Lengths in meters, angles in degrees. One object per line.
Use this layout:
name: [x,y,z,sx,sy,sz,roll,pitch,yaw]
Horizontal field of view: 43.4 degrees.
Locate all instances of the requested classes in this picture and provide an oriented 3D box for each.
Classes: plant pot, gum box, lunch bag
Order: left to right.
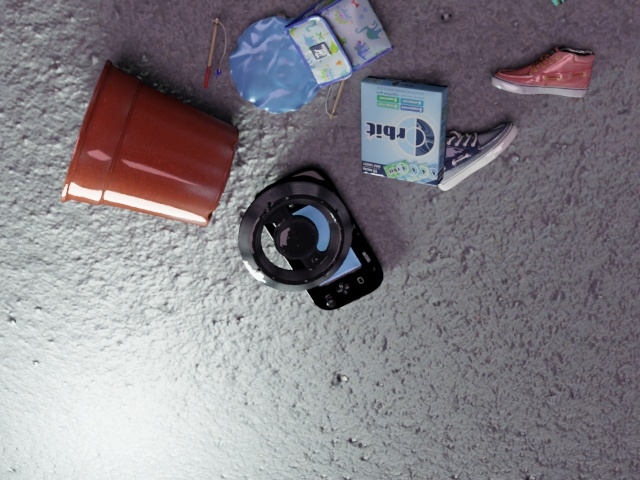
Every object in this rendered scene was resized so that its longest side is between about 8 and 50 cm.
plant pot: [-0.306,-0.159,1.488,0.265,0.272,0.272,18,121,-14]
lunch bag: [0.031,-0.357,1.406,0.151,0.096,0.129,-28,114,11]
gum box: [0.153,-0.203,1.496,0.157,0.041,0.184,13,124,23]

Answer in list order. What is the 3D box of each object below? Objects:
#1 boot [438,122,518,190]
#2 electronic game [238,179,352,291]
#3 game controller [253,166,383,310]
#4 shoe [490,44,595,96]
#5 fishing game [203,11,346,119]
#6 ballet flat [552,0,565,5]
boot: [0.273,-0.177,1.513,0.086,0.069,0.190,44,118,-14]
electronic game: [-0.049,-0.007,1.588,0.229,0.048,0.229,-4,110,-12]
game controller: [0.000,0.000,1.651,0.166,0.067,0.319,-23,117,18]
shoe: [0.396,-0.306,1.430,0.178,0.063,0.081,4,120,-3]
fishing game: [-0.077,-0.326,1.480,0.264,0.041,0.189,9,122,-9]
ballet flat: [0.358,-0.508,1.306,0.087,0.083,0.247,3,119,20]
